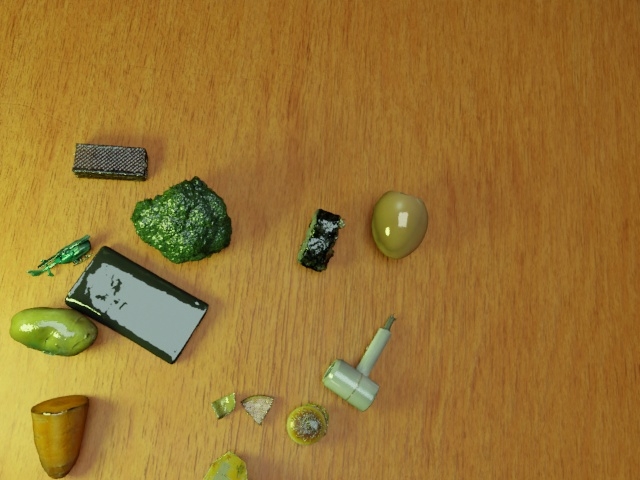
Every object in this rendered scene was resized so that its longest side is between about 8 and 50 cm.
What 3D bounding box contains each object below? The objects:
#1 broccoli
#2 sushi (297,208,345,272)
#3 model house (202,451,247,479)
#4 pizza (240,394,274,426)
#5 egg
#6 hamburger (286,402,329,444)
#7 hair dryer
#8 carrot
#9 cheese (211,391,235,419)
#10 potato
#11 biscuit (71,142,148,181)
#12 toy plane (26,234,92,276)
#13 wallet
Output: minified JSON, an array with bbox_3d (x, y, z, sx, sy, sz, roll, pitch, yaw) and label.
[{"bbox_3d":[-0.446,-0.066,1.837,0.304,0.321,0.283,-15,41,-4],"label":"broccoli"},{"bbox_3d":[0.000,0.000,1.969,0.115,0.147,0.212,19,91,-12],"label":"sushi"},{"bbox_3d":[-0.265,0.793,1.729,0.136,0.207,0.219,51,57,-34],"label":"model house"},{"bbox_3d":[-0.215,0.545,1.841,0.099,0.029,0.100,23,70,4],"label":"pizza"},{"bbox_3d":[0.279,-0.053,1.996,0.201,0.201,0.244,14,76,-8],"label":"egg"},{"bbox_3d":[-0.040,0.599,1.830,0.141,0.081,0.126,-11,79,-13],"label":"hamburger"},{"bbox_3d":[0.165,0.389,1.931,0.173,0.107,0.357,36,63,-1],"label":"hair dryer"},{"bbox_3d":[-0.767,0.590,1.663,0.159,0.159,0.225,-4,87,-12],"label":"carrot"},{"bbox_3d":[-0.304,0.533,1.816,0.084,0.041,0.060,-30,76,-1],"label":"cheese"},{"bbox_3d":[-0.814,0.279,1.713,0.248,0.169,0.143,14,44,-17],"label":"potato"},{"bbox_3d":[-0.721,-0.266,1.918,0.252,0.070,0.106,3,75,-10],"label":"biscuit"},{"bbox_3d":[-0.825,0.054,1.807,0.235,0.096,0.060,-33,81,1],"label":"toy plane"},{"bbox_3d":[-0.594,0.209,1.830,0.406,0.062,0.228,31,72,-3],"label":"wallet"}]
